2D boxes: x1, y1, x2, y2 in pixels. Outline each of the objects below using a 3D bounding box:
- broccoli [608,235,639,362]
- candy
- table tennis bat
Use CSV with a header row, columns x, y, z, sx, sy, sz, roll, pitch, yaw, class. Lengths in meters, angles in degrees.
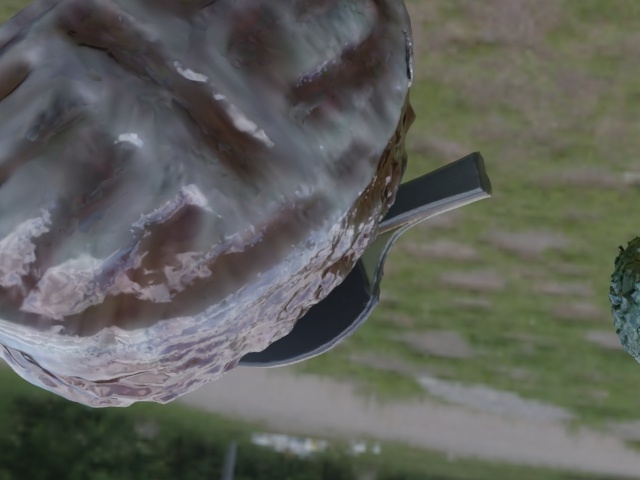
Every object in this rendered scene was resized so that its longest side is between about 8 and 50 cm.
x,y,z,sx,sy,sz,roll,pitch,yaw,class
0.287,0.035,0.821,0.269,0.269,0.254,14,-170,-24,broccoli
-0.076,-0.043,0.847,0.214,0.289,0.157,40,159,21,candy
0.000,0.000,0.971,0.220,0.130,0.019,-22,166,17,table tennis bat
